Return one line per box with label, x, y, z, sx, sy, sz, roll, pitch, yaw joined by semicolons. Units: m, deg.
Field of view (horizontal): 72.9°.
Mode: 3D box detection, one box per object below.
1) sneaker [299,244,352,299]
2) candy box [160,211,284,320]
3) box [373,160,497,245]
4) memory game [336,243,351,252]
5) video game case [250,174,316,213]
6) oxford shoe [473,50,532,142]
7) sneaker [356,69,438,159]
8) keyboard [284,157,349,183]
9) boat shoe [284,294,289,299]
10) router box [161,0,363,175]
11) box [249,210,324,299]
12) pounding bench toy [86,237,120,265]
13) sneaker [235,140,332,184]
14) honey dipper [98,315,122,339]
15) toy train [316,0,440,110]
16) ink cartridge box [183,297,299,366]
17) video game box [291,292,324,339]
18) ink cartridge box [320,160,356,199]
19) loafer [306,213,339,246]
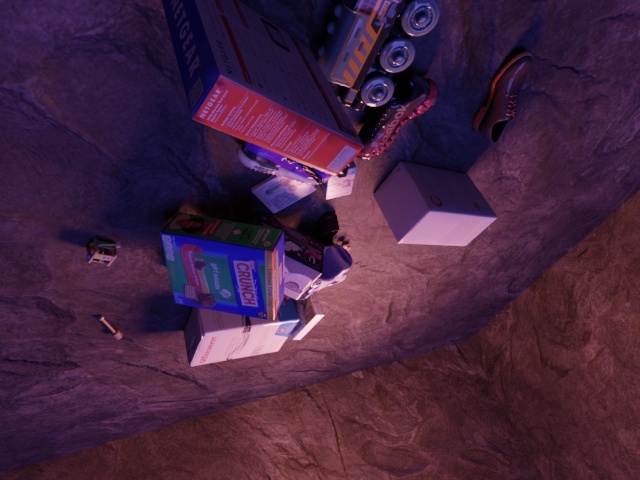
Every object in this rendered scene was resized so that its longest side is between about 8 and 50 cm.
sneaker;0.030;0.094;1.561;0.182;0.128;0.315;-21;167;-39
candy box;-0.267;0.078;1.240;0.316;0.122;0.269;8;127;6
box;0.388;-0.116;1.470;0.344;0.215;0.168;3;141;-35
memory game;0.036;0.067;1.683;0.186;0.012;0.186;-24;159;-10
video game case;-0.106;-0.153;1.286;0.157;0.019;0.143;-29;148;9
oxford shoe;0.541;-0.404;1.245;0.096;0.099;0.272;-13;147;-16
sneaker;0.169;-0.328;1.124;0.276;0.098;0.135;-42;144;25
keyboard;-0.003;-0.247;1.079;0.033;0.202;0.317;12;166;34
boat shoe;-0.144;0.210;1.736;0.177;0.060;0.064;-28;171;-29
router box;-0.103;-0.297;0.771;0.301;0.336;0.082;14;133;-43
box;-0.134;0.054;1.373;0.247;0.142;0.163;28;127;-17
pounding bench toy;-0.603;0.023;1.201;0.083;0.052;0.065;-41;144;27
sneaker;-0.056;-0.236;1.113;0.293;0.102;0.146;4;139;-36
honey dipper;-0.761;0.313;1.562;0.030;0.031;0.161;-17;147;-10
toy train;0.102;-0.429;0.907;0.190;0.142;0.334;8;140;-23
ink cartridge box;-0.328;0.350;1.761;0.394;0.166;0.286;-2;143;-31
video game box;-0.078;0.282;1.800;0.048;0.187;0.205;4;139;-37
ink cartridge box;0.053;-0.187;1.305;0.088;0.052;0.123;-14;149;-14
loafer;0.000;0.000;1.527;0.080;0.079;0.220;-2;143;-30
